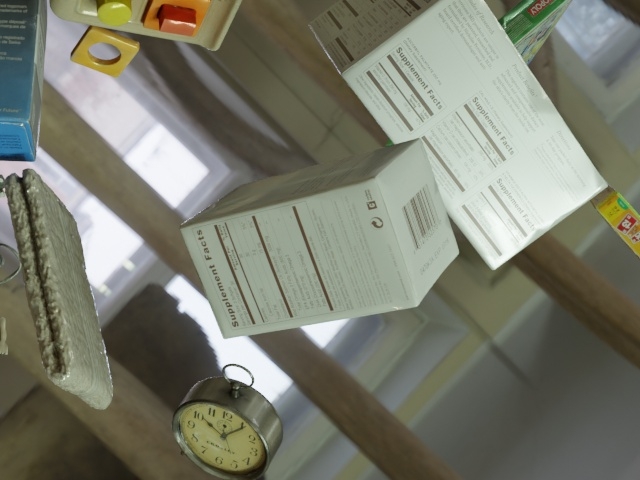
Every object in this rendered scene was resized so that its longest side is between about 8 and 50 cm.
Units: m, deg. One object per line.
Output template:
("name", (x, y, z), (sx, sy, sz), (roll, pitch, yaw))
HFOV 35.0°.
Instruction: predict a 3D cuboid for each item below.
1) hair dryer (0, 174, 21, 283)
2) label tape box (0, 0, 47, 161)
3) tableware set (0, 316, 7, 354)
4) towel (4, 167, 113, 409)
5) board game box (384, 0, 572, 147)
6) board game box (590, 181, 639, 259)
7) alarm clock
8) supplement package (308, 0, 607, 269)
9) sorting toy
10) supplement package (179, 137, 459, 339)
("hair dryer", (-0.747, -0.002, 2.015), (0.293, 0.224, 0.080), (-16, 164, 13))
("label tape box", (-0.468, -0.268, 1.266), (0.106, 0.240, 0.334), (109, -20, -65))
("tableware set", (-0.520, 0.143, 1.415), (0.020, 0.168, 0.141), (-39, -145, 42))
("towel", (-0.325, 0.062, 1.262), (0.049, 0.282, 0.187), (-17, 161, -1))
("board game box", (0.227, -0.238, 1.473), (0.317, 0.046, 0.213), (-41, 170, -23))
("board game box", (0.350, -0.010, 1.129), (0.039, 0.124, 0.259), (-42, 177, 16))
("alarm clock", (-0.106, 0.210, 1.206), (0.064, 0.129, 0.192), (-57, 166, -46))
("supplement package", (0.134, -0.141, 1.028), (0.145, 0.262, 0.204), (-36, -154, 8))
("sorting toy", (-0.177, -0.272, 1.079), (0.348, 0.195, 0.047), (128, -34, -51))
("supplement package", (0.000, 0.000, 0.804), (0.179, 0.105, 0.105), (-12, -164, 30))
